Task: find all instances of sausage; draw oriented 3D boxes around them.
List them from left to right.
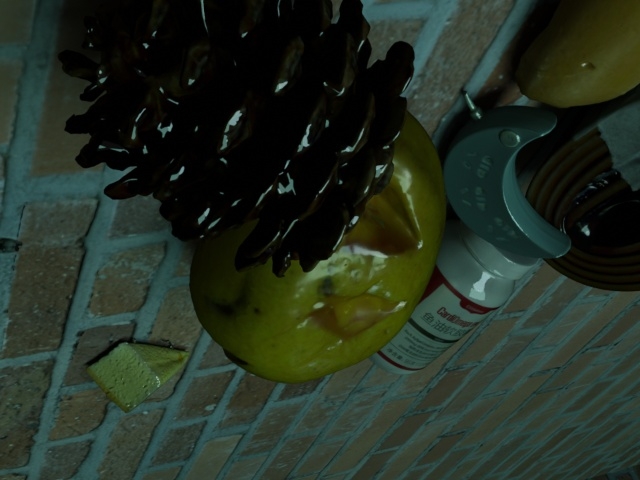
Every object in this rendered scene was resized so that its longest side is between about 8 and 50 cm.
[{"bbox_3d":[0.290,-0.224,0.854,0.134,0.116,0.354,-16,155,-25],"label":"sausage"}]

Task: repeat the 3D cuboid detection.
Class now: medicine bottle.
[{"bbox_3d":[0.155,0.062,1.213,0.131,0.131,0.250,5,141,-41],"label":"medicine bottle"}]

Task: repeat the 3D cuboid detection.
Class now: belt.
[{"bbox_3d":[0.369,-0.080,1.024,0.122,0.217,0.339,-47,180,-38],"label":"belt"}]

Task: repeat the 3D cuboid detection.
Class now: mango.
[{"bbox_3d":[0.000,0.000,0.974,0.252,0.182,0.365,-6,136,-24],"label":"mango"}]

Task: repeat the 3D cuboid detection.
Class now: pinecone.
[{"bbox_3d":[-0.054,-0.096,0.712,0.272,0.224,0.224,28,127,-27],"label":"pinecone"}]

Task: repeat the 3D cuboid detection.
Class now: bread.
[{"bbox_3d":[-0.226,0.155,1.220,0.084,0.080,0.109,-37,-177,25],"label":"bread"}]

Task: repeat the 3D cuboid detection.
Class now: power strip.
[{"bbox_3d":[0.197,-0.073,1.028,0.137,0.044,0.216,8,136,32],"label":"power strip"}]
